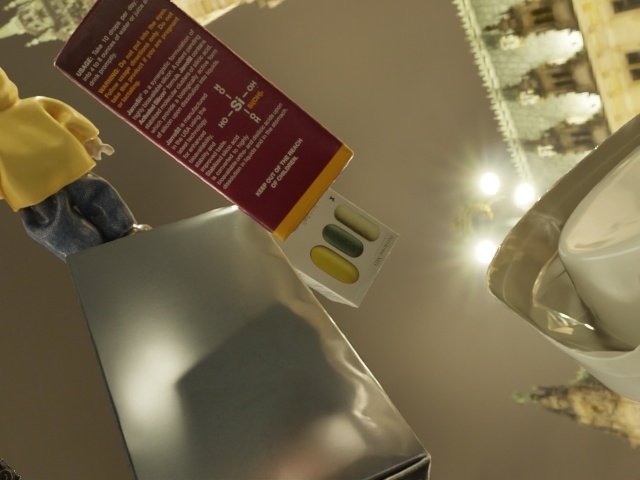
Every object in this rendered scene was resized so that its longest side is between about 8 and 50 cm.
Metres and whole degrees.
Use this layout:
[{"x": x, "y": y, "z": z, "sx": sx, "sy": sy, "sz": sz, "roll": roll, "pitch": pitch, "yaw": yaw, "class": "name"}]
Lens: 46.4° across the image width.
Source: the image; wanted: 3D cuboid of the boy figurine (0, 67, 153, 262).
[{"x": -0.316, "y": -0.079, "z": 0.798, "sx": 0.285, "sy": 0.092, "sz": 0.177, "roll": 49, "pitch": -123, "yaw": -9, "class": "boy figurine"}]

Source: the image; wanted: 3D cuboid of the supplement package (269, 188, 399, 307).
[{"x": 0.000, "y": 0.000, "z": 1.743, "sx": 0.262, "sy": 0.198, "sz": 0.199, "roll": 33, "pitch": -98, "yaw": -14, "class": "supplement package"}]

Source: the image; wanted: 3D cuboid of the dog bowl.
[{"x": 0.271, "y": -0.037, "z": 0.455, "sx": 0.102, "sy": 0.349, "sz": 0.349, "roll": 50, "pitch": -126, "yaw": -3, "class": "dog bowl"}]

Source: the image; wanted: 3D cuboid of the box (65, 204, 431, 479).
[{"x": -0.067, "y": 0.195, "z": 0.645, "sx": 0.179, "sy": 0.343, "sz": 0.312, "roll": -19, "pitch": -51, "yaw": -17, "class": "box"}]

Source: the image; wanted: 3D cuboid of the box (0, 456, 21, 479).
[{"x": -0.487, "y": 0.241, "z": 0.800, "sx": 0.247, "sy": 0.142, "sz": 0.163, "roll": 58, "pitch": -137, "yaw": -26, "class": "box"}]

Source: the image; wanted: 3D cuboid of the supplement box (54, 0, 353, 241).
[{"x": -0.080, "y": -0.093, "z": 0.526, "sx": 0.188, "sy": 0.104, "sz": 0.081, "roll": 38, "pitch": -88, "yaw": -15, "class": "supplement box"}]
